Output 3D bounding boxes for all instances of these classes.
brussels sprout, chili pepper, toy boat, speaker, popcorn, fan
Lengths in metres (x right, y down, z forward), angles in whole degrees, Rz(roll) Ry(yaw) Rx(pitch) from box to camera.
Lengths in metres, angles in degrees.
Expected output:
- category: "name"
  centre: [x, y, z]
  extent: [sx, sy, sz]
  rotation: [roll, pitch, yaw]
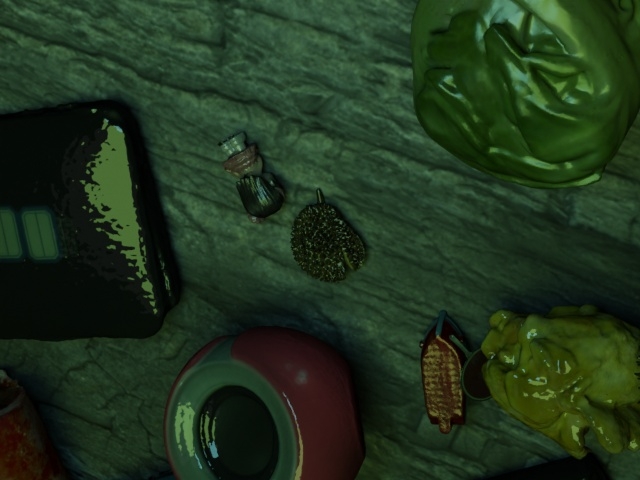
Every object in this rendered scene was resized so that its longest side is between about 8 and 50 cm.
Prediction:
- category: "brussels sprout"
  centre: [0.249, -0.209, 1.403]
  extent: [0.328, 0.247, 0.328]
  rotation: [10, 126, 14]
- category: "chili pepper"
  centre: [-0.539, 0.373, 1.934]
  extent: [0.251, 0.229, 0.305]
  rotation: [-21, 118, 6]
- category: "toy boat"
  centre: [0.179, 0.187, 1.699]
  extent: [0.069, 0.059, 0.172]
  rotation: [-2, 105, 17]
- category: "speaker"
  centre: [-0.083, 0.268, 1.697]
  extent: [0.294, 0.294, 0.294]
  rotation: [6, 114, 14]
- category: "popcorn"
  centre: [0.338, 0.178, 1.580]
  extent: [0.254, 0.191, 0.190]
  rotation: [37, 85, -3]
- category: "fan"
  centre: [0.218, 0.172, 1.666]
  extent: [0.085, 0.005, 0.133]
  rotation: [-49, 121, -10]

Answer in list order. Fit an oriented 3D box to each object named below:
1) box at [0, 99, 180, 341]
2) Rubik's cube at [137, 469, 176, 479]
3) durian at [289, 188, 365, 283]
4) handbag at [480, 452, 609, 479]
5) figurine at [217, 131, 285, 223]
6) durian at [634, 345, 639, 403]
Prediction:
- category: "box"
  centre: [-0.400, -0.022, 1.768]
  extent: [0.350, 0.091, 0.359]
  rotation: [-4, 111, 18]
- category: "Rubik's cube"
  centre: [-0.223, 0.571, 1.824]
  extent: [0.316, 0.318, 0.313]
  rotation: [-20, 116, 24]
- category: "durian"
  centre: [0.002, 0.000, 1.666]
  extent: [0.111, 0.071, 0.140]
  rotation: [-6, 106, 19]
- category: "handbag"
  centre: [0.332, 0.441, 1.749]
  extent: [0.247, 0.080, 0.223]
  rotation: [-21, 106, 24]
- category: "figurine"
  centre: [-0.102, -0.086, 1.668]
  extent: [0.072, 0.054, 0.129]
  rotation: [-27, 101, 29]
- category: "durian"
  centre: [0.562, 0.168, 1.440]
  extent: [0.385, 0.347, 0.347]
  rotation: [17, 123, -29]
